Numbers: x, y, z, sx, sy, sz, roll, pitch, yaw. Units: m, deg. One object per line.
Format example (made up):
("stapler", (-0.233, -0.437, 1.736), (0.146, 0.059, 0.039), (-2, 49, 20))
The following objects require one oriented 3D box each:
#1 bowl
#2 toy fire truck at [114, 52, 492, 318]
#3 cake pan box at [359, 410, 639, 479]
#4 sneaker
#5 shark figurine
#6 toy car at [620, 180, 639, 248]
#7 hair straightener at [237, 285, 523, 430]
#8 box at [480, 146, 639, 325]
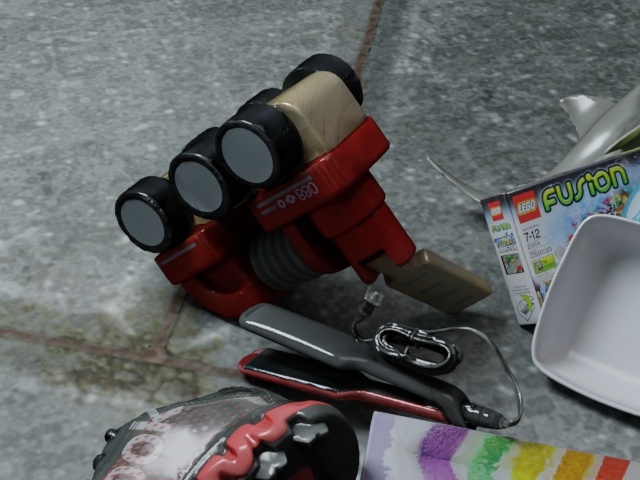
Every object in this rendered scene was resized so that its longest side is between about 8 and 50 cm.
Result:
("bowl", (0.250, 0.063, 0.847), (0.142, 0.142, 0.053), (22, -2, 20))
("toy fire truck", (0.000, 0.000, 0.860), (0.246, 0.217, 0.158), (54, 45, -9))
("cake pan box", (0.126, 0.238, 0.647), (0.246, 0.070, 0.266), (10, 39, 8))
("sneaker", (-0.110, 0.181, 0.664), (0.276, 0.097, 0.135), (-36, 34, -25))
("shark figurine", (0.245, -0.095, 1.041), (0.278, 0.166, 0.116), (-31, 58, -3))
("toy car", (0.397, -0.050, 0.837), (0.219, 0.238, 0.210), (26, 72, -4))
("hair straightener", (0.039, 0.081, 0.773), (0.231, 0.089, 0.047), (15, 26, 31))
("box", (0.243, -0.011, 0.937), (0.207, 0.114, 0.036), (-19, 1, -27))
